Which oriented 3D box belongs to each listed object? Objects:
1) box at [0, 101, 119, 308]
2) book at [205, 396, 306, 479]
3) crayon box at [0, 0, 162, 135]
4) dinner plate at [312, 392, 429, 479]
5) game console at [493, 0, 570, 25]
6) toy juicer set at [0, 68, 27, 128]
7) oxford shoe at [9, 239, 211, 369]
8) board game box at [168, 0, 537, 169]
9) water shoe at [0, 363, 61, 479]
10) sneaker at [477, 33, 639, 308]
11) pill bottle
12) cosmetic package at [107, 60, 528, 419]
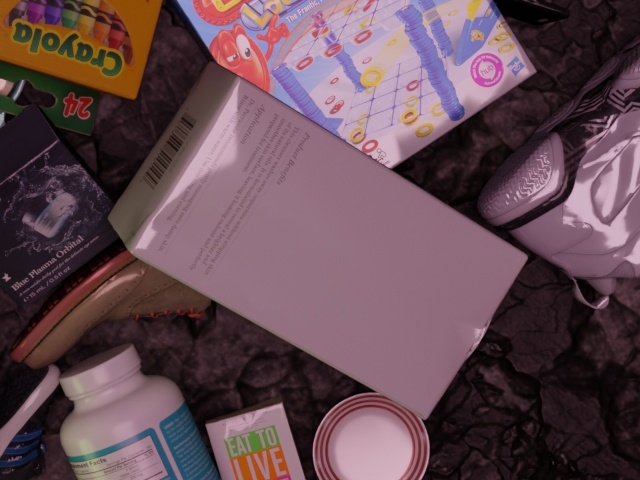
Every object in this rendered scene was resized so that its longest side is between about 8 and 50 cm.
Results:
[{"bbox_3d":[-0.319,-0.036,1.524,0.156,0.093,0.158,-38,133,-3],"label":"box"},{"bbox_3d":[-0.071,0.268,1.650,0.096,0.035,0.144,-17,98,-2],"label":"book"},{"bbox_3d":[-0.270,-0.282,1.504,0.202,0.081,0.318,13,93,-40],"label":"crayon box"},{"bbox_3d":[0.060,0.250,1.669,0.141,0.017,0.141,-1,95,-8],"label":"dinner plate"},{"bbox_3d":[0.228,-0.296,1.592,0.107,0.122,0.071,16,92,-8],"label":"game console"},{"bbox_3d":[-0.427,-0.198,1.534,0.209,0.089,0.329,8,94,-8],"label":"toy juicer set"},{"bbox_3d":[-0.188,0.051,1.571,0.348,0.123,0.130,-37,103,-2],"label":"oxford shoe"},{"bbox_3d":[0.035,-0.235,1.591,0.308,0.086,0.302,-34,98,-3],"label":"board game box"},{"bbox_3d":[-0.346,0.231,1.600,0.080,0.073,0.203,34,95,-29],"label":"water shoe"},{"bbox_3d":[0.376,-0.094,1.625,0.366,0.137,0.210,-43,99,3],"label":"sneaker"},{"bbox_3d":[-0.199,0.253,1.572,0.146,0.146,0.264,-23,97,-5],"label":"pill bottle"},{"bbox_3d":[0.000,0.000,1.485,0.385,0.156,0.217,32,93,-22],"label":"cosmetic package"}]
